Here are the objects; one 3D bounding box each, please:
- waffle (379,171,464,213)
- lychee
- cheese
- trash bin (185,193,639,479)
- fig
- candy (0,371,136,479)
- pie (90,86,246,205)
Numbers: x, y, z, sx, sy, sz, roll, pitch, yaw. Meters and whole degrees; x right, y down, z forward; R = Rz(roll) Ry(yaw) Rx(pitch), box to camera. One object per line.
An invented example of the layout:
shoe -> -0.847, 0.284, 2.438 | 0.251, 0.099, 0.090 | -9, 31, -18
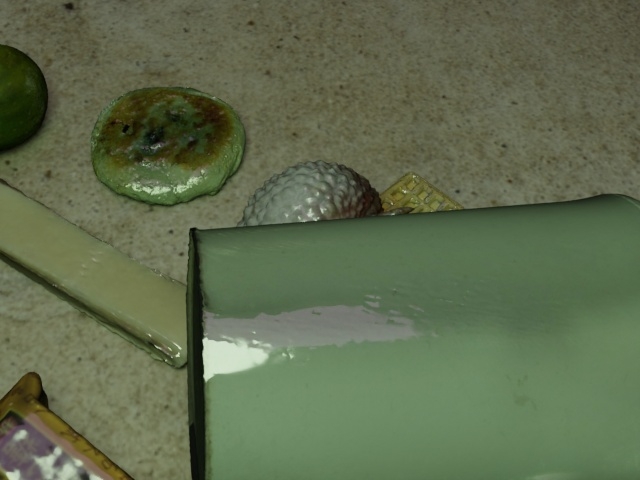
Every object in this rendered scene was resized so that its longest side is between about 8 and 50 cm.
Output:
waffle -> 0.089, -0.019, 1.089 | 0.092, 0.021, 0.135 | 40, 58, 23
lychee -> 0.000, 0.000, 0.973 | 0.197, 0.165, 0.165 | -9, 44, 32
cheese -> -0.285, 0.012, 1.035 | 0.400, 0.034, 0.085 | 27, 58, 18
trash bin -> 0.108, 0.103, 0.811 | 0.432, 0.280, 0.280 | -2, 52, -11
fig -> -0.382, -0.148, 1.088 | 0.123, 0.123, 0.156 | 9, 38, 4
candy -> -0.193, 0.228, 0.829 | 0.271, 0.101, 0.143 | 34, 63, 15
pie -> -0.179, -0.116, 1.136 | 0.186, 0.041, 0.187 | 2, 53, -2
